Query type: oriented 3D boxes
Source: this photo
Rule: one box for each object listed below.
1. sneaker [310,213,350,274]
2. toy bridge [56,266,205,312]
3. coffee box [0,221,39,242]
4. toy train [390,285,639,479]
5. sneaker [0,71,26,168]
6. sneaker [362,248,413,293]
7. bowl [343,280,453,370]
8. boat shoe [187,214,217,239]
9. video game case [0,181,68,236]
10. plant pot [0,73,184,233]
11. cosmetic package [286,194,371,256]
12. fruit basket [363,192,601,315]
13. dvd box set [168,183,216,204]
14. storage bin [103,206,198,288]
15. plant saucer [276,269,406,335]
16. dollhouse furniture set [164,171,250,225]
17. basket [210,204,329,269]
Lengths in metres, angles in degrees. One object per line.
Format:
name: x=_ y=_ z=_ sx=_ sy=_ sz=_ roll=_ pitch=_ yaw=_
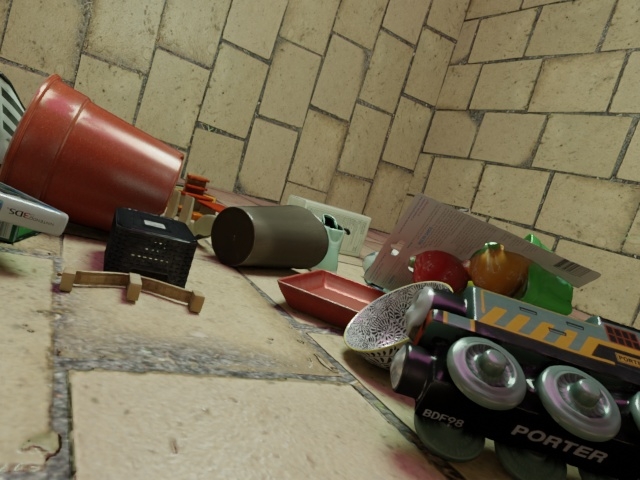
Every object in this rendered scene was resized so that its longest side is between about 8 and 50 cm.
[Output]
sneaker: x=0.001 y=0.000 z=1.321 sx=0.094 sy=0.151 sz=0.256 roll=13 pitch=6 yaw=-22
toy bridge: x=-0.258 y=0.063 z=0.667 sx=0.188 sy=0.026 sz=0.063 roll=14 pitch=5 yaw=-24
coffee box: x=-0.547 y=-0.047 z=0.760 sx=0.184 sy=0.040 sz=0.113 roll=16 pitch=6 yaw=-10
toy train: x=0.240 y=0.152 z=0.521 sx=0.334 sy=0.142 sz=0.190 roll=16 pitch=36 yaw=3
sneaker: x=-0.727 y=-0.228 z=0.852 sx=0.169 sy=0.257 sz=0.447 roll=19 pitch=7 yaw=16
sneaker: x=0.165 y=0.081 z=1.284 sx=0.122 sy=0.110 sz=0.283 roll=11 pitch=8 yaw=-22
bowl: x=0.126 y=0.136 z=0.701 sx=0.080 sy=0.170 sz=0.170 roll=61 pitch=-4 yaw=-13
boat shoe: x=-0.267 y=-0.027 z=1.130 sx=0.137 sy=0.049 sz=0.043 roll=-18 pitch=-16 yaw=39
video game case: x=-0.537 y=-0.098 z=0.612 sx=0.329 sy=0.036 sz=0.300 roll=18 pitch=-5 yaw=36
plant pot: x=-0.428 y=-0.134 z=0.947 sx=0.265 sy=0.272 sz=0.272 roll=23 pitch=4 yaw=-23
cosmetic package: x=0.019 y=-0.048 z=1.743 sx=0.309 sy=0.160 sz=0.113 roll=13 pitch=7 yaw=-39
fruit basket: x=0.297 y=0.062 z=0.977 sx=0.353 sy=0.165 sz=0.327 roll=28 pitch=-35 yaw=4
dvd box set: x=-0.606 y=-0.185 z=1.663 sx=0.308 sy=0.062 sz=0.420 roll=20 pitch=7 yaw=26
storage bin: x=-0.282 y=0.010 z=0.799 sx=0.122 sy=0.084 sz=0.180 roll=15 pitch=6 yaw=-25
plant saucer: x=0.072 y=0.126 z=0.918 sx=0.259 sy=0.047 sz=0.258 roll=19 pitch=7 yaw=17
dollhouse furniture set: x=-0.318 y=-0.103 z=1.413 sx=0.262 sy=0.135 sz=0.259 roll=11 pitch=9 yaw=-45
basket: x=-0.125 y=-0.009 z=1.110 sx=0.204 sy=0.154 sz=0.227 roll=23 pitch=12 yaw=31
